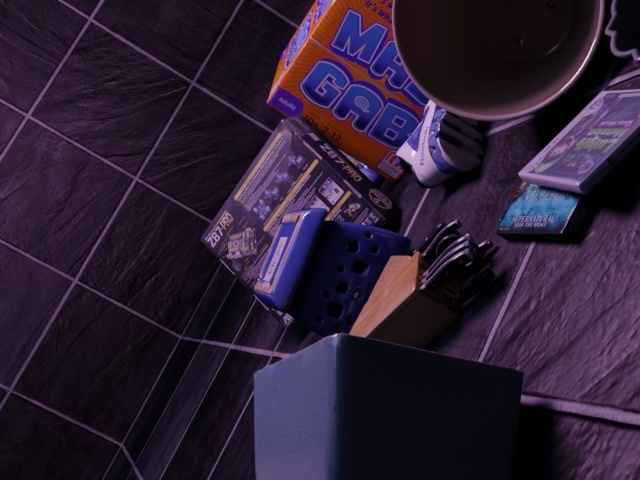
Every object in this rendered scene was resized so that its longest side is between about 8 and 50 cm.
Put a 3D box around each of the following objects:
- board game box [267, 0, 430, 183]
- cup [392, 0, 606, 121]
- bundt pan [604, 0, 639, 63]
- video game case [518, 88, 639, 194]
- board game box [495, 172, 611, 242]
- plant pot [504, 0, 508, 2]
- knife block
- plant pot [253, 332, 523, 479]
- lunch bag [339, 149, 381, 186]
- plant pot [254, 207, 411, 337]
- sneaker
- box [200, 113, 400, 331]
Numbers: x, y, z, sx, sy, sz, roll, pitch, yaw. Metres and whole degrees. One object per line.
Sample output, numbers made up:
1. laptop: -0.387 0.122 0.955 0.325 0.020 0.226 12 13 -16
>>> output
1. board game box: 0.131 -0.426 1.895 0.356 0.357 0.356 -53 15 26
2. cup: 0.315 -0.375 1.335 0.331 0.331 0.237 -52 -12 29
3. bundt pan: 0.484 -0.310 0.896 0.330 0.124 0.330 -55 14 21
4. video game case: 0.364 -0.135 1.072 0.173 0.022 0.190 -45 13 0
5. board game box: 0.324 -0.058 1.133 0.126 0.026 0.186 -61 14 -7
6. plant pot: 0.347 -0.608 1.678 0.323 0.280 0.323 -53 15 22
7. knife block: 0.156 0.102 1.258 0.275 0.088 0.242 -60 13 -8
8. plant pot: 0.066 0.274 0.929 0.247 0.248 0.252 -37 43 57
9. lunch bag: 0.003 -0.145 2.040 0.221 0.138 0.293 -44 50 -1
10. plant pot: 0.008 0.063 1.553 0.235 0.212 0.236 -68 15 -5
11. sneaker: 0.231 -0.220 1.595 0.182 0.128 0.315 -40 25 48
12. box: -0.058 -0.033 1.822 0.395 0.318 0.097 -52 -10 32
